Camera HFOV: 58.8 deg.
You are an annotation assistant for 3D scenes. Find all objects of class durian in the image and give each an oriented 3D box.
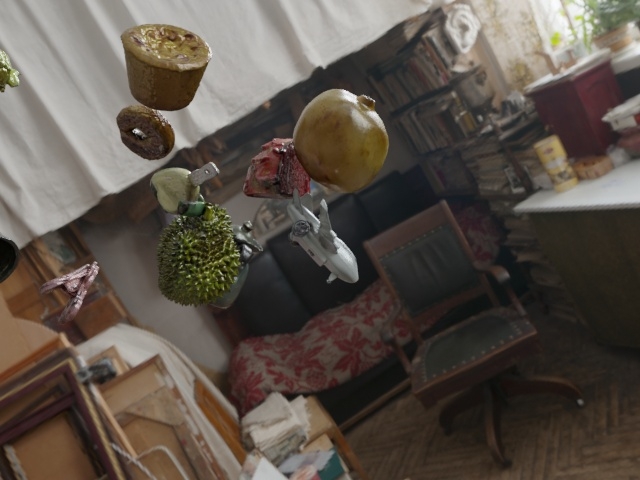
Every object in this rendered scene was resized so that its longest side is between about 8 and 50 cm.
[{"bbox_3d":[-0.220,0.025,1.035,0.146,0.198,0.159,16,-13,-28],"label":"durian"}]

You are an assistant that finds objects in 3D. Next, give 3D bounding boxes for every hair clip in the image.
[{"bbox_3d":[-0.569,0.123,1.332,0.123,0.102,0.138,-27,4,44],"label":"hair clip"}]

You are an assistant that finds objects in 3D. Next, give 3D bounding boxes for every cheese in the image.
[{"bbox_3d":[-0.345,-0.148,1.478,0.251,0.127,0.054,-18,20,41],"label":"cheese"}]

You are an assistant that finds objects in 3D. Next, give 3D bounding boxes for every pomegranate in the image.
[{"bbox_3d":[0.042,-0.226,1.294,0.233,0.233,0.233,-29,10,5],"label":"pomegranate"}]

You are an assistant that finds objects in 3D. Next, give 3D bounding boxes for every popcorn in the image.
[{"bbox_3d":[-0.875,-0.445,1.486,0.135,0.162,0.141,9,62,41],"label":"popcorn"}]

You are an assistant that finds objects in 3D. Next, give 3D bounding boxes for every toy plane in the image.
[{"bbox_3d":[-0.004,0.002,1.334,0.101,0.255,0.251,-33,-6,-18],"label":"toy plane"}]

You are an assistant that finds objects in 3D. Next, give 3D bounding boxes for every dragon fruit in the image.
[{"bbox_3d":[-0.115,-0.168,1.447,0.189,0.163,0.261,-26,-4,13],"label":"dragon fruit"}]

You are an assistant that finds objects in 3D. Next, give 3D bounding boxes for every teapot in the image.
[{"bbox_3d":[-0.318,0.053,1.837,0.285,0.223,0.305,-54,-4,1],"label":"teapot"}]

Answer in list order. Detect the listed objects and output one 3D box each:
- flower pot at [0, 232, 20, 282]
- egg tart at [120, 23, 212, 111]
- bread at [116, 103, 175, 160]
[{"bbox_3d":[-0.664,0.015,1.060,0.157,0.107,0.157,-34,-26,-20],"label":"flower pot"},{"bbox_3d":[-0.362,-0.396,1.328,0.202,0.202,0.147,-40,-22,-46],"label":"egg tart"},{"bbox_3d":[-0.514,-0.320,1.681,0.193,0.193,0.064,-23,32,39],"label":"bread"}]
